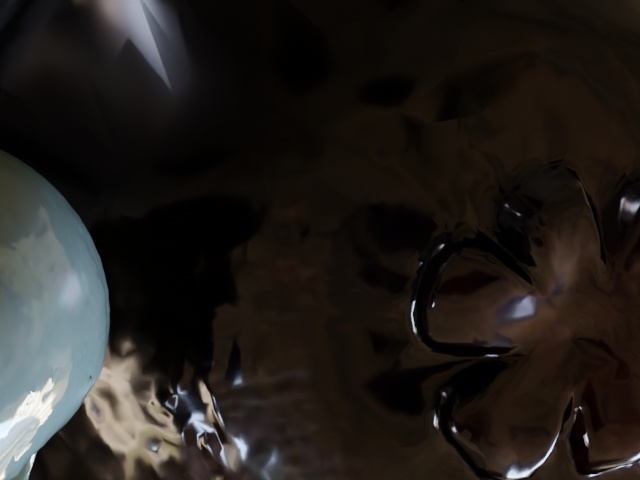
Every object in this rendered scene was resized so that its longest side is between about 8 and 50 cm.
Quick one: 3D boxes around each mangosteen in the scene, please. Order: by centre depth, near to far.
[{"bbox_3d":[0.000,0.000,0.736,0.382,0.435,0.382,-4,101,-23],"label":"mangosteen"}]

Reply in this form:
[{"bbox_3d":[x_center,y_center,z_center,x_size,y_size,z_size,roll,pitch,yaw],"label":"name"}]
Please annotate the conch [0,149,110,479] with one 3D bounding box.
[{"bbox_3d":[-0.119,0.079,0.399,0.185,0.121,0.221,12,95,-70],"label":"conch"}]
